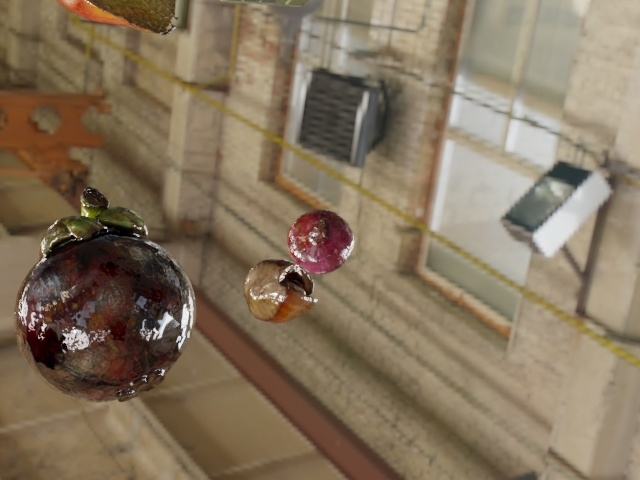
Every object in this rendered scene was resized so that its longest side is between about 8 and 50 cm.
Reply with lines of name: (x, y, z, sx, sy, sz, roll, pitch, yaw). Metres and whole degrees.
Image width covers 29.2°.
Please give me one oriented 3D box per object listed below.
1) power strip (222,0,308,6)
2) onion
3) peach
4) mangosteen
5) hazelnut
power strip: (-0.063, -0.360, 1.725, 0.168, 0.076, 0.028, -6, -114, -38)
onion: (0.000, 0.000, 1.928, 0.107, 0.097, 0.107, -3, -119, 6)
peach: (-0.307, -0.366, 1.758, 0.189, 0.068, 0.279, -21, -118, -39)
mangosteen: (-0.375, 0.098, 2.072, 0.306, 0.306, 0.360, -11, -117, -43)
hazelnut: (-0.046, 0.059, 1.419, 0.086, 0.086, 0.086, 7, -161, -3)
